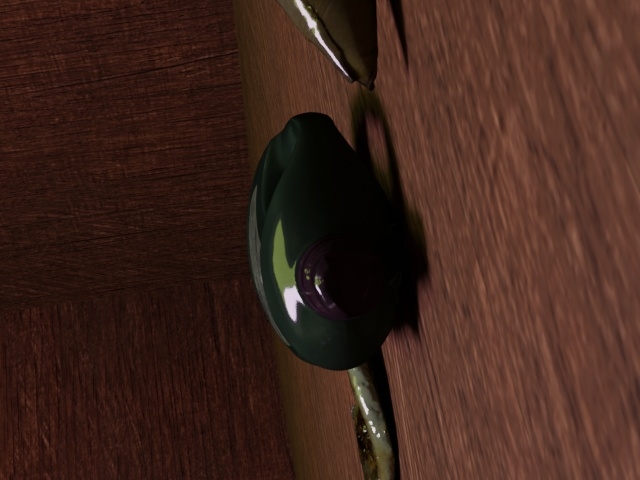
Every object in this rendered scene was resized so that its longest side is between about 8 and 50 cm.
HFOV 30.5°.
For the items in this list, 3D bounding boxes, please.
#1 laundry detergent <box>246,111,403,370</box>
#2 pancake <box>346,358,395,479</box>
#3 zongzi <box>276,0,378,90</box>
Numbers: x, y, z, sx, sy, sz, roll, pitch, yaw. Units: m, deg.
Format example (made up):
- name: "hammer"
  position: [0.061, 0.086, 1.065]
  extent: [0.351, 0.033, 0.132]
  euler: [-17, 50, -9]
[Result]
- name: "laundry detergent"
  position: [0.000, 0.000, 0.634]
  extent: [0.222, 0.078, 0.144]
  euler: [-174, 80, -86]
- name: "pancake"
  position: [0.033, 0.119, 0.798]
  extent: [0.116, 0.023, 0.129]
  euler: [-110, 8, -69]
- name: "zongzi"
  position: [-0.010, -0.177, 0.499]
  extent: [0.160, 0.079, 0.176]
  euler: [88, 162, -52]
